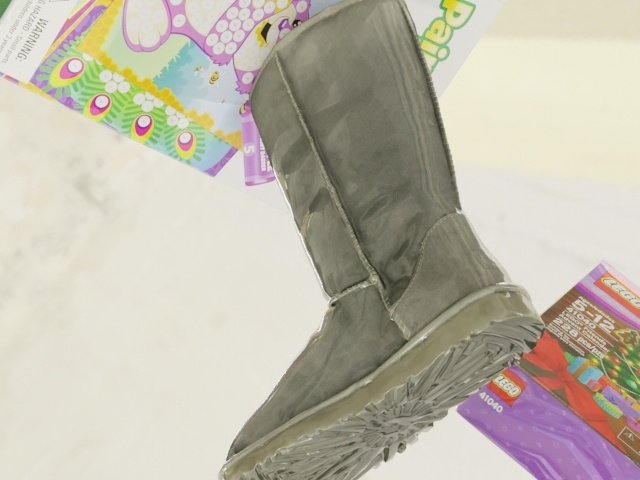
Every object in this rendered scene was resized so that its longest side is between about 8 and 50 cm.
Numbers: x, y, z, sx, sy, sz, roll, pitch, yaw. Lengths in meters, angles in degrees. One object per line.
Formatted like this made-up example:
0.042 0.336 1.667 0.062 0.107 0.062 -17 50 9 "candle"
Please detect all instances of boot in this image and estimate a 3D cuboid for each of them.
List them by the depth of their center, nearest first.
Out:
0.000 0.001 0.779 0.189 0.076 0.208 -35 -121 13 "boot"

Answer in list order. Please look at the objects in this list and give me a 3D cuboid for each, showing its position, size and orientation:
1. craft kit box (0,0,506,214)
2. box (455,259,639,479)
-0.021 -0.152 0.840 0.250 0.246 0.061 -56 -143 14 "craft kit box"
0.246 0.147 1.005 0.057 0.293 0.201 -57 166 28 "box"
